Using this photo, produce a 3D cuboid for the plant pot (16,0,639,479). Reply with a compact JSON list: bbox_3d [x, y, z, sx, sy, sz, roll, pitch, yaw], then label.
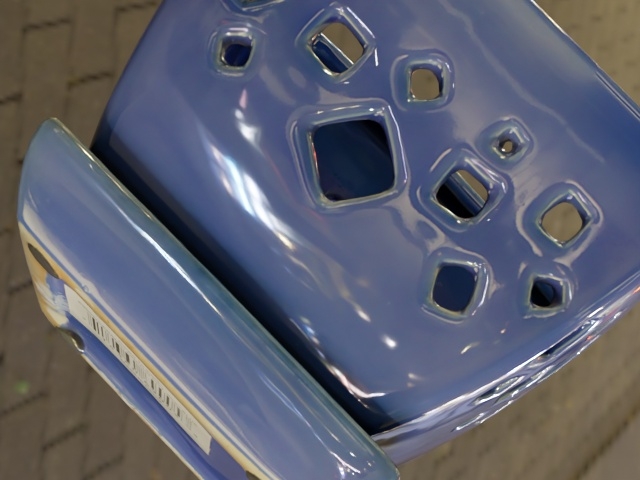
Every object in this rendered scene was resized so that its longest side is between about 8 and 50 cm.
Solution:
[{"bbox_3d":[0.000,0.000,0.832,0.212,0.236,0.236,-43,173,-13],"label":"plant pot"}]
